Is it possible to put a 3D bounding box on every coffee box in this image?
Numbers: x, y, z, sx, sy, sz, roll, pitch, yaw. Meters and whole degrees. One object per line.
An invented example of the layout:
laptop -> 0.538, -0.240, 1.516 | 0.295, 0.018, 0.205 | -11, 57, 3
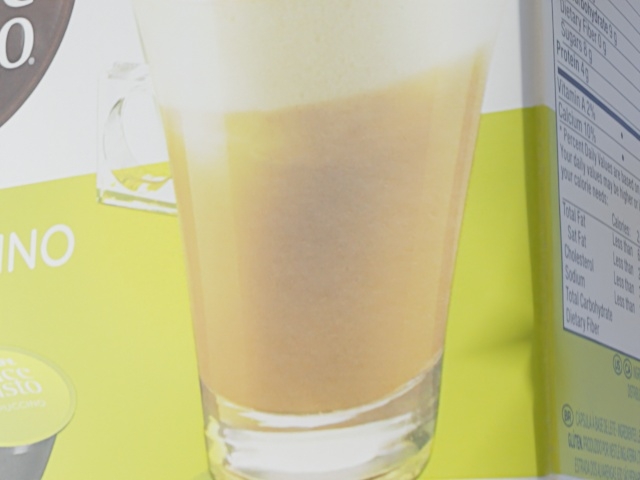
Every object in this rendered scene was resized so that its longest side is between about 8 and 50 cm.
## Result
coffee box -> 0.000, 0.000, 0.675 | 0.338, 0.334, 0.338 | -7, -14, 28
